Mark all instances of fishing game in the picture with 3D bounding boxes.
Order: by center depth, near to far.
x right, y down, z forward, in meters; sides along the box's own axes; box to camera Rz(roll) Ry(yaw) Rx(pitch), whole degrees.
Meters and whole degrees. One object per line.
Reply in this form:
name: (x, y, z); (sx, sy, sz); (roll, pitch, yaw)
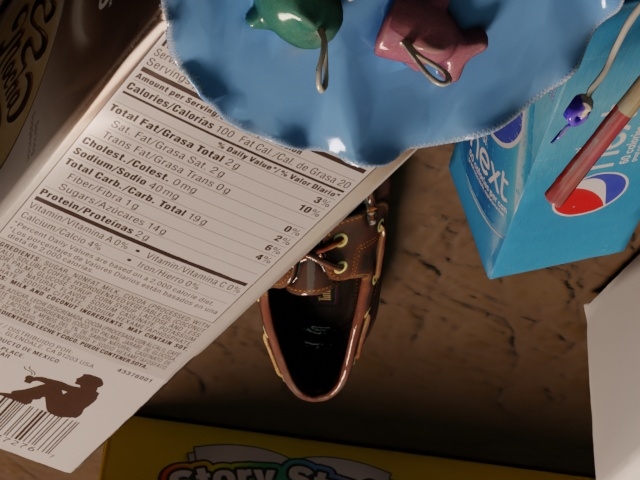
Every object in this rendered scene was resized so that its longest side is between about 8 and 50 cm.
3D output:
fishing game: (0.039, -0.098, 0.586); (0.264, 0.041, 0.189); (22, 114, -37)

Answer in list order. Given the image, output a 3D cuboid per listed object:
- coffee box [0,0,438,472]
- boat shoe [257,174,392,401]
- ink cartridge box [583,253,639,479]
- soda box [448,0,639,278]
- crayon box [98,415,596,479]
coffee box: (-0.078, -0.049, 0.783); (0.119, 0.168, 0.297); (24, 137, -23)
boat shoe: (0.000, 0.000, 0.913); (0.073, 0.073, 0.207); (1, 140, 7)
ink cartridge box: (0.300, 0.033, 0.874); (0.223, 0.129, 0.307); (19, 139, -17)
soda box: (0.112, -0.067, 0.782); (0.071, 0.067, 0.210); (-11, 152, -13)
crayon box: (0.034, 0.273, 1.054); (0.363, 0.313, 0.106); (9, 138, -4)
